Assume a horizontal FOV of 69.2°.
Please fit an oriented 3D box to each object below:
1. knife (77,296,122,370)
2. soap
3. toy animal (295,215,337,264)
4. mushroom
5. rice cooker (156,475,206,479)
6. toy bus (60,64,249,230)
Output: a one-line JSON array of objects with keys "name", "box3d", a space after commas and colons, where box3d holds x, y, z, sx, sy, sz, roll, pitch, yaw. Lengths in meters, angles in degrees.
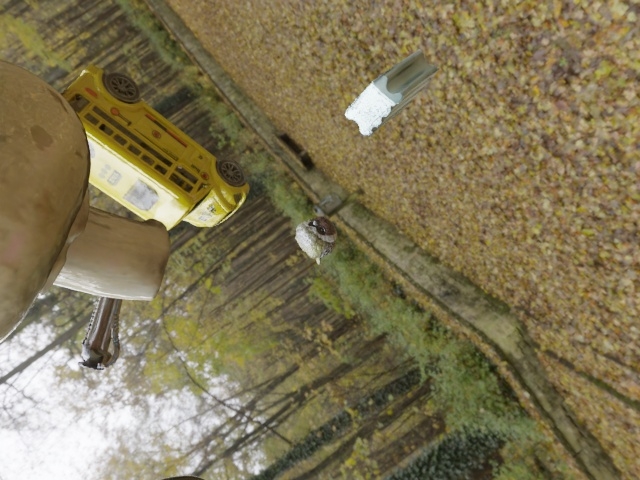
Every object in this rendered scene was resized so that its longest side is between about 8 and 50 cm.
[{"name": "knife", "box3d": [-0.465, 0.122, 1.062, 0.043, 0.089, 0.364, 93, 179, -58]}, {"name": "soap", "box3d": [0.182, -0.380, 1.184, 0.094, 0.261, 0.150, 45, 138, 1]}, {"name": "toy animal", "box3d": [0.000, 0.000, 1.099, 0.098, 0.098, 0.137, 50, 176, 42]}, {"name": "mushroom", "box3d": [-0.316, -0.020, 0.501, 0.336, 0.314, 0.314, 20, -157, -47]}, {"name": "rice cooker", "box3d": [-0.285, 0.581, 0.841, 0.267, 0.268, 0.224, 49, 136, 51]}, {"name": "toy bus", "box3d": [-0.290, -0.127, 0.796, 0.330, 0.144, 0.152, 38, -140, -22]}]
